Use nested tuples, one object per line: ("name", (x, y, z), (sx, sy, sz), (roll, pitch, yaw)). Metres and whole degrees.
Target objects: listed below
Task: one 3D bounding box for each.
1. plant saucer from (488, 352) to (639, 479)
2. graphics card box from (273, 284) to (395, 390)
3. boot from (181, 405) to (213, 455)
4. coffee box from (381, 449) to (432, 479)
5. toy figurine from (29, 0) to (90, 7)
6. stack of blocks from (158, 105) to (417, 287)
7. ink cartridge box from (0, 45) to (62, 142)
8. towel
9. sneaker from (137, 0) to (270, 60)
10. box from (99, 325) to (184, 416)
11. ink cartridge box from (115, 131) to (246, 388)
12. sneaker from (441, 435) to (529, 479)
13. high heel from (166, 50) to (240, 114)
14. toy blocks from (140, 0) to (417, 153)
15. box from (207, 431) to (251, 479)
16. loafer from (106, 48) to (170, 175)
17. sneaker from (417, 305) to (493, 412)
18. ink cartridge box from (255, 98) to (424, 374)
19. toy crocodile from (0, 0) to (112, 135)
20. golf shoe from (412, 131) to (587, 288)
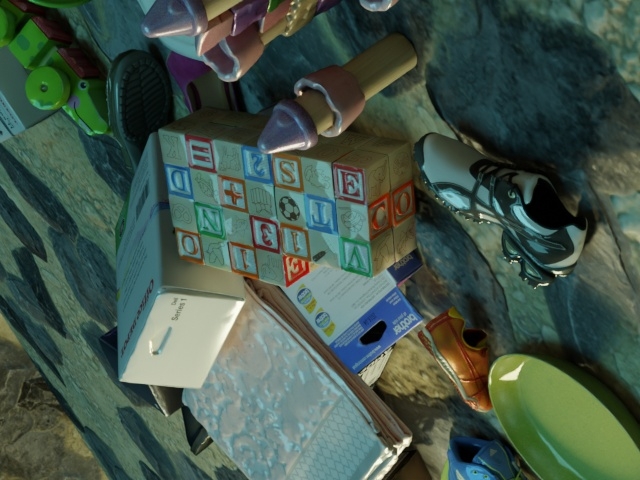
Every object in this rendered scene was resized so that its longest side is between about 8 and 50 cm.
("plant saucer", (0.285, 0.213, 1.433), (0.241, 0.037, 0.241), (41, 154, 25))
("graphics card box", (-0.027, 0.153, 1.855), (0.233, 0.094, 0.371), (46, 156, 17))
("boot", (-0.257, 0.275, 2.439), (0.207, 0.094, 0.246), (43, 148, 13))
("coffee box", (0.034, 0.424, 1.930), (0.297, 0.119, 0.168), (-15, 106, 37))
("toy figurine", (-0.342, -0.417, 1.677), (0.159, 0.130, 0.173), (109, 147, -47))
("stack of blocks", (-0.038, -0.042, 1.482), (0.297, 0.087, 0.171), (13, 121, 36))
("ink cartridge box", (-0.542, -0.260, 2.244), (0.153, 0.087, 0.208), (58, 155, -12))
("towel", (-0.050, 0.236, 1.757), (0.317, 0.053, 0.332), (46, 141, 16))
("sneaker", (-0.169, -0.307, 1.470), (0.290, 0.106, 0.123), (41, 156, 30))
("box", (-0.222, 0.162, 2.082), (0.153, 0.207, 0.108), (22, 142, 50))
("ink cartridge box", (-0.192, 0.028, 1.722), (0.201, 0.117, 0.278), (118, 152, -42))
("sneaker", (0.232, 0.328, 1.620), (0.240, 0.091, 0.126), (31, 148, 42))
("high heel", (-0.130, -0.172, 1.600), (0.117, 0.082, 0.244), (57, 162, 12))
("toy blocks", (-0.073, -0.250, 1.179), (0.309, 0.260, 0.288), (48, 156, 12))
("box", (-0.088, 0.311, 2.152), (0.182, 0.119, 0.181), (44, 154, 20))
("loafer", (-0.268, -0.178, 1.843), (0.087, 0.094, 0.251), (40, 150, 27))
("sneaker", (0.176, 0.144, 1.514), (0.175, 0.067, 0.064), (54, -179, -46))
("ink cartridge box", (0.000, 0.000, 1.588), (0.311, 0.065, 0.186), (53, 141, 7))
("toy crocodile", (-0.420, -0.290, 1.976), (0.340, 0.105, 0.115), (48, -163, 11))
("golf shoe", (0.178, -0.050, 1.245), (0.198, 0.077, 0.094), (42, 140, 14))
